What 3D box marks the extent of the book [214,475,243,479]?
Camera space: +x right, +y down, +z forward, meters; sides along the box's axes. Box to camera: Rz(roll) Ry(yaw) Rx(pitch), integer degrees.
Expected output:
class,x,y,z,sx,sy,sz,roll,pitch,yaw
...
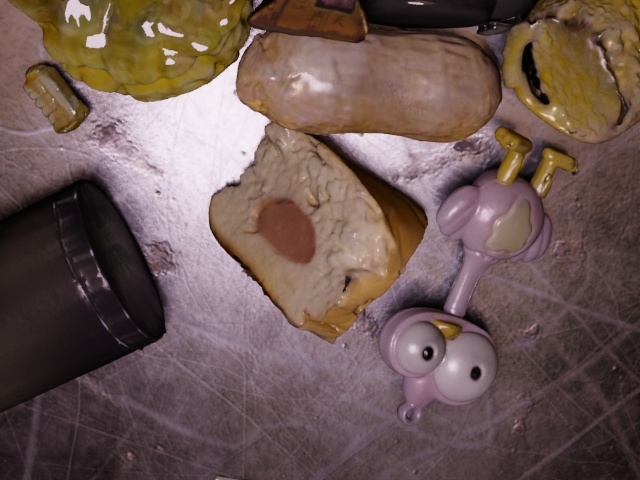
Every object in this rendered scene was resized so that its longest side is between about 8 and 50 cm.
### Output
class,x,y,z,sx,sy,sz,roll,pitch,yaw
book,-0.087,0.385,1.726,0.118,0.012,0.172,9,102,-1

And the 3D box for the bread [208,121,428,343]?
class,x,y,z,sx,sy,sz,roll,pitch,yaw
bread,-0.009,-0.005,1.538,0.224,0.211,0.184,36,102,-8

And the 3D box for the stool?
class,x,y,z,sx,sy,sz,roll,pitch,yaw
stool,0.129,-0.302,1.520,0.228,0.153,0.139,1,93,-42

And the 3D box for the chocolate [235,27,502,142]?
class,x,y,z,sx,sy,sz,roll,pitch,yaw
chocolate,0.055,-0.179,1.527,0.309,0.134,0.134,1,103,-17

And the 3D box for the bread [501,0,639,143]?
class,x,y,z,sx,sy,sz,roll,pitch,yaw
bread,0.307,-0.214,1.499,0.170,0.197,0.197,-40,103,-36

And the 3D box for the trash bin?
class,x,y,z,sx,sy,sz,roll,pitch,yaw
trash bin,-0.355,0.086,1.569,0.301,0.203,0.252,-26,143,6

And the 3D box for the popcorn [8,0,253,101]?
class,x,y,z,sx,sy,sz,roll,pitch,yaw
popcorn,-0.195,-0.284,1.468,0.293,0.237,0.293,2,109,7

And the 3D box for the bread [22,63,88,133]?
class,x,y,z,sx,sy,sz,roll,pitch,yaw
bread,-0.309,-0.166,1.597,0.049,0.034,0.088,-38,96,22

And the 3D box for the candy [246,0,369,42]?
class,x,y,z,sx,sy,sz,roll,pitch,yaw
candy,0.016,-0.338,1.414,0.143,0.101,0.271,10,90,-13

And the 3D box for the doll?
class,x,y,z,sx,sy,sz,roll,pitch,yaw
doll,0.173,0.050,1.603,0.160,0.094,0.365,19,97,-32
